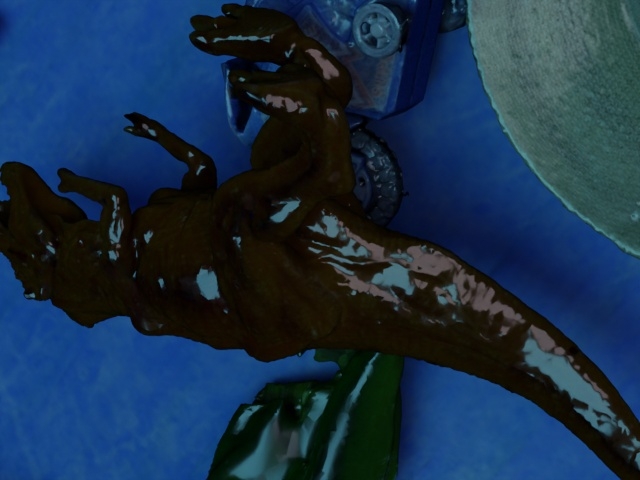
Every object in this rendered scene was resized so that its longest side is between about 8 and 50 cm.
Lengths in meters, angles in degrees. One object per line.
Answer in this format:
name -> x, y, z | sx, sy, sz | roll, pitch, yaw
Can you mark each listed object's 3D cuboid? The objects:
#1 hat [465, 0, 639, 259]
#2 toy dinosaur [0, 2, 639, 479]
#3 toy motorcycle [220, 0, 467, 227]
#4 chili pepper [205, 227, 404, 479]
hat -> 0.193, -0.111, 0.766 | 0.252, 0.110, 0.252 | 5, 102, 23
toy dinosaur -> 0.000, 0.000, 0.836 | 0.432, 0.097, 0.208 | 17, 129, 26
toy motorcycle -> 0.006, -0.106, 0.885 | 0.114, 0.076, 0.205 | 21, 116, 25
chili pepper -> -0.006, 0.106, 0.964 | 0.099, 0.083, 0.253 | 29, 116, 24
